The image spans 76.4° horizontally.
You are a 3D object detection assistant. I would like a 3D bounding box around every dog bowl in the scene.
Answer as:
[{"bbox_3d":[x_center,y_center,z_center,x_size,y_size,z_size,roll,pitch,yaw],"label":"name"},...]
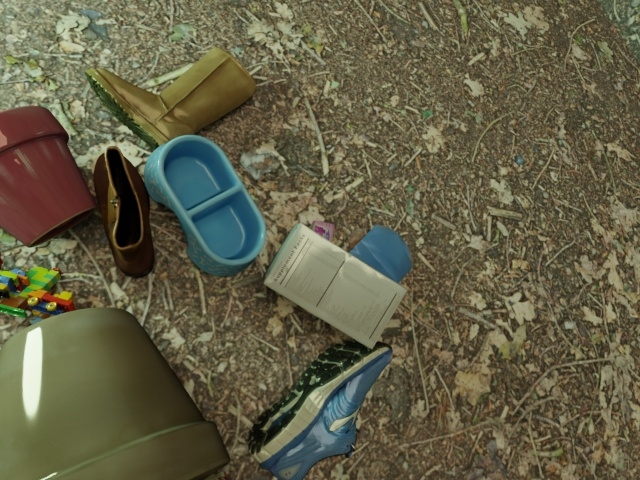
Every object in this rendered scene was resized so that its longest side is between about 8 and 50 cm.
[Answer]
[{"bbox_3d":[-0.216,-0.071,0.800,0.166,0.074,0.297,-35,100,-30],"label":"dog bowl"}]

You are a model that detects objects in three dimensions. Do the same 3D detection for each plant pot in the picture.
[{"bbox_3d":[-0.497,-0.096,0.692,0.201,0.201,0.180,-39,105,-24],"label":"plant pot"},{"bbox_3d":[-0.336,0.266,0.594,0.323,0.323,0.280,-20,65,-23],"label":"plant pot"}]

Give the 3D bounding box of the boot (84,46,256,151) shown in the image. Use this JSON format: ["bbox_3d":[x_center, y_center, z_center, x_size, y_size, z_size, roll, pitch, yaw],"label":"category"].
[{"bbox_3d":[-0.310,-0.332,0.874,0.236,0.089,0.269,46,66,-15],"label":"boot"}]

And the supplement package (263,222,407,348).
[{"bbox_3d":[0.022,0.084,0.816,0.244,0.134,0.139,33,87,-7],"label":"supplement package"}]

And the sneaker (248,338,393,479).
[{"bbox_3d":[0.024,0.322,0.788,0.330,0.129,0.147,-38,103,-21],"label":"sneaker"}]

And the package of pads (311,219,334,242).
[{"bbox_3d":[0.000,0.000,0.906,0.050,0.032,0.083,14,70,-14],"label":"package of pads"}]

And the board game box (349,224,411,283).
[{"bbox_3d":[0.130,0.052,0.937,0.168,0.033,0.133,-45,97,-19],"label":"board game box"}]

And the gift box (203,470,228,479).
[{"bbox_3d":[-0.171,0.503,0.542,0.258,0.255,0.277,-16,110,-23],"label":"gift box"}]

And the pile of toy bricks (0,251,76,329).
[{"bbox_3d":[-0.492,0.082,0.693,0.212,0.118,0.105,16,41,3],"label":"pile of toy bricks"}]

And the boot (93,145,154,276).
[{"bbox_3d":[-0.343,-0.079,0.678,0.096,0.280,0.264,-6,77,-20],"label":"boot"}]
